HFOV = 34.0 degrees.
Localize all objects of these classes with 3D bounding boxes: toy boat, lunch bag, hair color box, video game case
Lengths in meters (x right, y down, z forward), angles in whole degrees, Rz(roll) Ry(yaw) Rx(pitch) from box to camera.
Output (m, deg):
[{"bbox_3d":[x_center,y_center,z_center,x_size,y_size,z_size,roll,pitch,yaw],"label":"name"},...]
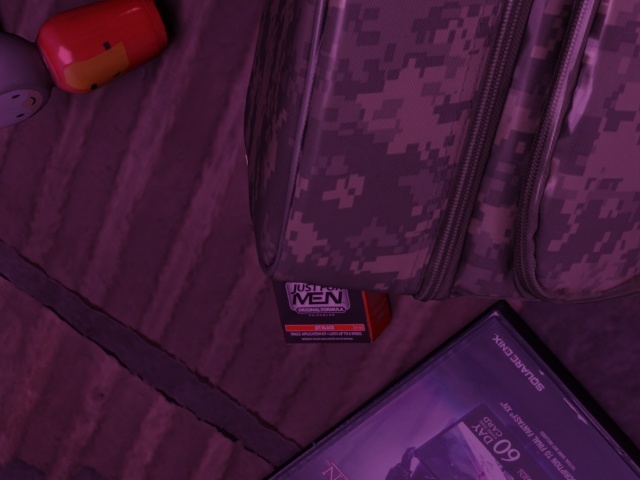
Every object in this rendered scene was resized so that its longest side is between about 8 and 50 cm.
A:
[{"bbox_3d":[-0.205,-0.222,0.635,0.148,0.267,0.318,-25,125,-13],"label":"toy boat"},{"bbox_3d":[0.108,-0.122,0.544,0.256,0.212,0.305,7,116,-11],"label":"lunch bag"},{"bbox_3d":[0.000,0.000,0.727,0.072,0.043,0.141,-4,107,26],"label":"hair color box"},{"bbox_3d":[0.097,0.194,0.770,0.196,0.026,0.274,48,119,0],"label":"video game case"}]
